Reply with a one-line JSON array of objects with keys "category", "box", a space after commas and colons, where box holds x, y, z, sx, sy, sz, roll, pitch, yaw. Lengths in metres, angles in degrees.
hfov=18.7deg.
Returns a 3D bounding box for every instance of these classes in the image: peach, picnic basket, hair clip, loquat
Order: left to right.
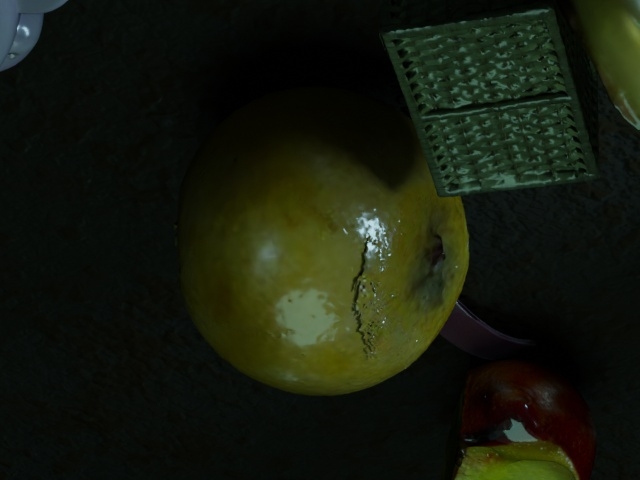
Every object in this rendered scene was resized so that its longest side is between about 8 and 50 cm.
[{"category": "loquat", "box": [0.000, 0.000, 1.637, 0.263, 0.263, 0.263, 4, 147, 3]}, {"category": "hair clip", "box": [0.160, 0.093, 1.968, 0.137, 0.022, 0.054, 30, 143, -32]}, {"category": "picnic basket", "box": [0.133, -0.155, 1.471, 0.134, 0.154, 0.196, -8, 141, 15]}, {"category": "peach", "box": [0.206, 0.202, 2.010, 0.159, 0.154, 0.267, 4, 141, 0]}]

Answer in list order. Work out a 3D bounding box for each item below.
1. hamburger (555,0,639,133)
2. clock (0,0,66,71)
[{"category": "hamburger", "box": [0.315, -0.180, 1.327, 0.237, 0.276, 0.276, -31, 133, 28]}, {"category": "clock", "box": [-0.355, -0.214, 1.499, 0.295, 0.113, 0.322, 20, 146, -20]}]
